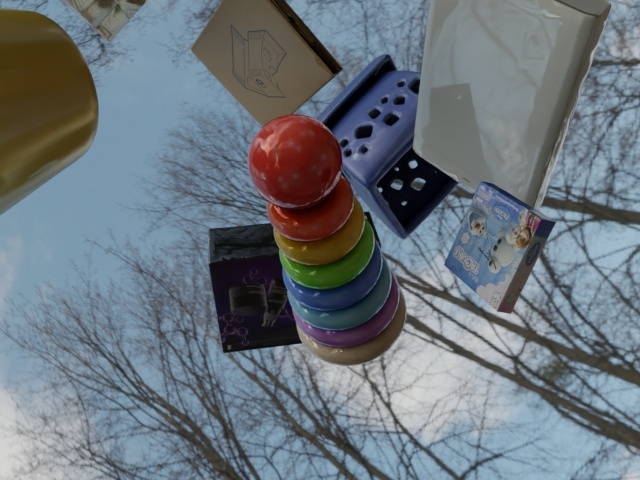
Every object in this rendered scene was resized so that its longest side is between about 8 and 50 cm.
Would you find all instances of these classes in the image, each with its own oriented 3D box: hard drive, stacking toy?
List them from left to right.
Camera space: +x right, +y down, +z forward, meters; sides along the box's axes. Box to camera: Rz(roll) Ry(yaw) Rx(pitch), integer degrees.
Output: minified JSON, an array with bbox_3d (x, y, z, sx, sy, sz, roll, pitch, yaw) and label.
[{"bbox_3d":[0.000,0.000,0.725,0.141,0.141,0.330,-45,-38,-19],"label":"stacking toy"},{"bbox_3d":[0.209,-0.181,0.818,0.040,0.203,0.308,-37,-31,-25],"label":"hard drive"}]

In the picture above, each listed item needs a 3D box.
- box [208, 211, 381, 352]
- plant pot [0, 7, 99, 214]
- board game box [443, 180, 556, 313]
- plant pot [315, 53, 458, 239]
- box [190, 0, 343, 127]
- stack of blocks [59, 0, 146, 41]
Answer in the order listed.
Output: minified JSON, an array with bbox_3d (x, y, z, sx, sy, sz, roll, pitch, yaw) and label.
[{"bbox_3d":[-0.039,0.068,1.081,0.261,0.103,0.184,-7,-54,-5],"label":"box"},{"bbox_3d":[-0.355,-0.116,0.634,0.239,0.253,0.254,-38,-59,-52],"label":"plant pot"},{"bbox_3d":[0.157,0.004,0.603,0.020,0.090,0.090,10,-70,-28],"label":"board game box"},{"bbox_3d":[0.130,-0.181,1.238,0.236,0.212,0.236,-46,-32,-2],"label":"plant pot"},{"bbox_3d":[-0.077,-0.238,0.880,0.164,0.201,0.021,47,-120,-10],"label":"box"},{"bbox_3d":[-0.335,-0.371,0.778,0.171,0.297,0.087,42,-91,11],"label":"stack of blocks"}]
